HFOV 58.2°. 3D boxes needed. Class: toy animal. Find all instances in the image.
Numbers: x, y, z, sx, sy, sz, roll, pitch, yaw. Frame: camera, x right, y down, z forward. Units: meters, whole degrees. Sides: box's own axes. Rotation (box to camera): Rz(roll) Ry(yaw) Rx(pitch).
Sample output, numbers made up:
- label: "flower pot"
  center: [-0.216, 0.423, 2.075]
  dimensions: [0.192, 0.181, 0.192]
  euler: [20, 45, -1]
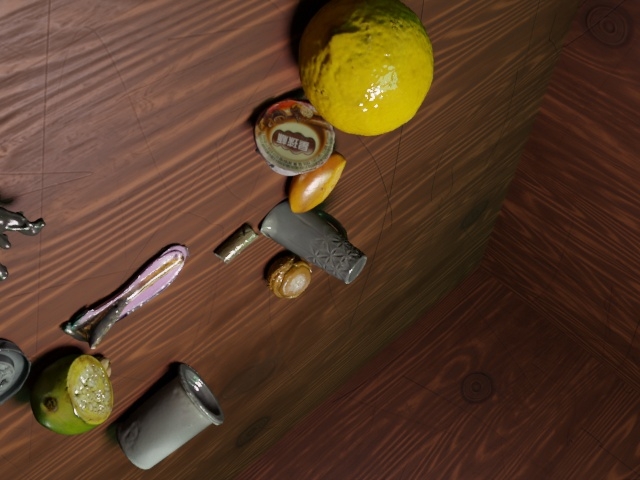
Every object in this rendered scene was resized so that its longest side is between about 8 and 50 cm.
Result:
- label: "toy animal"
  center: [-0.617, 0.016, 1.022]
  dimensions: [0.245, 0.114, 0.146]
  euler: [-41, 153, -14]

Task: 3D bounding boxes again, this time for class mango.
- label: "mango"
  center: [-0.019, -0.173, 1.673]
  dimensions: [0.217, 0.102, 0.141]
  euler: [-54, 163, 5]

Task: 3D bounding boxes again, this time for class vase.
- label: "vase"
  center: [-0.497, 0.578, 1.872]
  dimensions: [0.291, 0.245, 0.245]
  euler: [-37, 153, -3]
- label: "vase"
  center: [0.000, 0.000, 1.742]
  dimensions: [0.251, 0.300, 0.156]
  euler: [-32, 151, -46]

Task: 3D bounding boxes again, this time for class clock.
- label: "clock"
  center: [-0.767, 0.310, 1.274]
  dimensions: [0.226, 0.049, 0.226]
  euler: [-36, 153, -22]

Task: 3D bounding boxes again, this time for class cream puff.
- label: "cream puff"
  center: [-0.111, 0.118, 1.916]
  dimensions: [0.150, 0.115, 0.165]
  euler: [-51, 145, -9]

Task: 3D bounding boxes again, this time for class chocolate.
- label: "chocolate"
  center: [-0.078, -0.246, 1.450]
  dimensions: [0.221, 0.221, 0.147]
  euler: [-38, 180, -19]

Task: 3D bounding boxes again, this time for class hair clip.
- label: "hair clip"
  center: [-0.476, 0.142, 1.473]
  dimensions: [0.358, 0.095, 0.110]
  euler: [-44, 120, -26]

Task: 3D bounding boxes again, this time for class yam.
- label: "yam"
  center: [-0.239, 0.010, 1.649]
  dimensions: [0.132, 0.054, 0.054]
  euler: [-42, 153, -10]

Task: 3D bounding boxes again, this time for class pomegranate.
- label: "pomegranate"
  center: [-0.635, 0.373, 1.459]
  dimensions: [0.159, 0.241, 0.190]
  euler: [-17, 132, 14]

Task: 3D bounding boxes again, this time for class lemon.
- label: "lemon"
  center: [0.105, -0.404, 1.329]
  dimensions: [0.336, 0.336, 0.336]
  euler: [-35, 151, -23]
